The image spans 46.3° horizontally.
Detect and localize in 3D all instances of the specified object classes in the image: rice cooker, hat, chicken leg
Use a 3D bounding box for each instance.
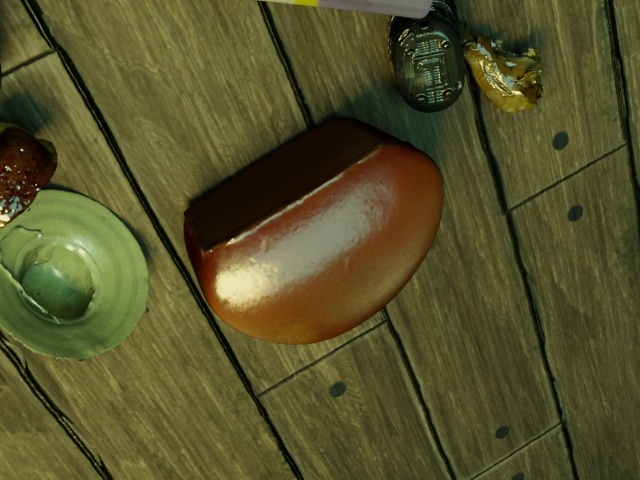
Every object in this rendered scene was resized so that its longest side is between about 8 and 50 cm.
[{"bbox_3d":[0.162,-0.278,1.137,0.112,0.106,0.165,-12,130,8],"label":"rice cooker"},{"bbox_3d":[-0.376,0.061,1.057,0.252,0.252,0.110,31,140,-32],"label":"hat"},{"bbox_3d":[0.290,-0.287,1.211,0.207,0.085,0.101,35,139,-25],"label":"chicken leg"}]

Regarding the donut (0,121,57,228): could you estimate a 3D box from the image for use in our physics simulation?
[{"bbox_3d":[-0.426,-0.077,0.943,0.184,0.166,0.073,-29,136,7],"label":"donut"}]

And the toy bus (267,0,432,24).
[{"bbox_3d":[-0.055,-0.398,0.906,0.440,0.249,0.209,-1,114,-24],"label":"toy bus"}]

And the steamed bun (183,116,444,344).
[{"bbox_3d":[0.000,0.000,1.125,0.379,0.235,0.248,-32,120,-7],"label":"steamed bun"}]

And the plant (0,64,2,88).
[{"bbox_3d":[-0.449,-0.218,0.874,0.142,0.164,0.256,2,101,-25],"label":"plant"}]
